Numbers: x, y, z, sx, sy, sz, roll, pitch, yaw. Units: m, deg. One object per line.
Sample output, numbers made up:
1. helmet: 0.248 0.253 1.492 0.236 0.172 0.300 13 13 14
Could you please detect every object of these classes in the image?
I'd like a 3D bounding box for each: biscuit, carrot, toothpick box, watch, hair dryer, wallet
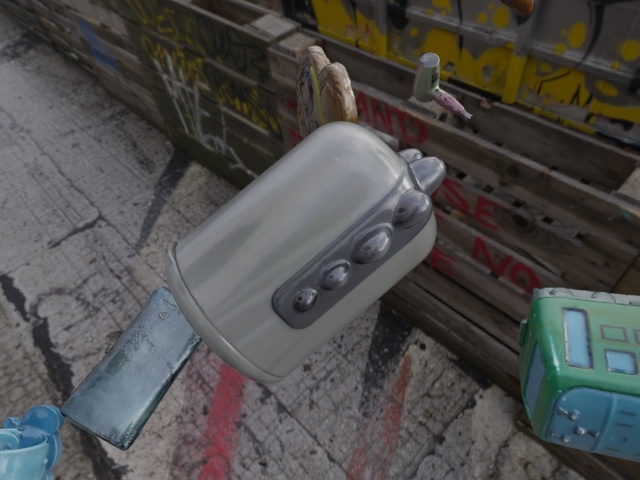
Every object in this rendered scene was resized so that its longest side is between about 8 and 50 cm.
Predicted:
1. biscuit: -0.005 -0.229 0.791 0.041 0.209 0.290 -16 9 -14
2. carrot: 0.222 -0.294 0.517 0.035 0.036 0.165 38 22 32
3. toothpick box: 0.000 0.000 0.523 0.316 0.229 0.229 -40 53 4
4. watch: -0.708 0.489 0.999 0.210 0.193 0.211 -2 80 11
5. hair dryer: 0.255 -0.300 0.907 0.054 0.106 0.154 -39 75 -7
6. wallet: -0.448 0.311 1.121 0.190 0.046 0.379 33 66 -2

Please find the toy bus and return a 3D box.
1. toy bus: 0.457 0.193 0.599 0.343 0.184 0.199 4 37 19
